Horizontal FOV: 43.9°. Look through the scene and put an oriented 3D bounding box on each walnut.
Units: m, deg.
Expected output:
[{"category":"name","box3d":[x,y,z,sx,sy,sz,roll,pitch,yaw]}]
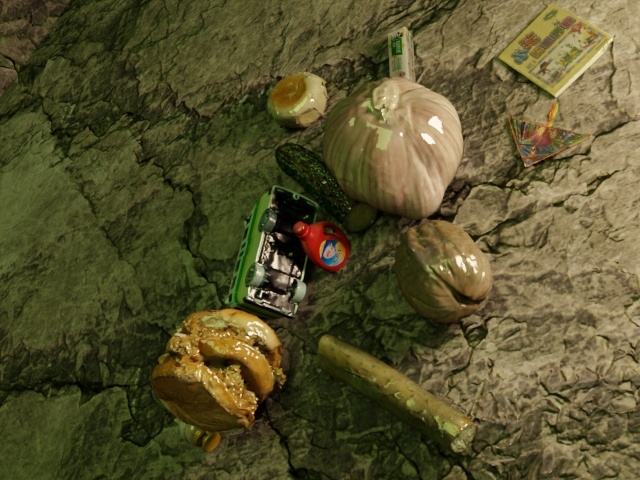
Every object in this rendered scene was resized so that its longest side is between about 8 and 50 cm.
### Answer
[{"category":"walnut","box3d":[0.226,0.053,1.521,0.178,0.178,0.230,-39,44,10]}]

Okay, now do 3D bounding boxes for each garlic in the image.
[{"category":"garlic","box3d":[0.155,-0.202,1.639,0.317,0.259,0.318,-11,48,12]}]

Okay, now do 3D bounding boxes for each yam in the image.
[{"category":"yam","box3d":[0.129,0.281,1.512,0.371,0.083,0.083,25,80,40]}]

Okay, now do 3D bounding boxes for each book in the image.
[{"category":"book","box3d":[0.499,-0.408,1.693,0.168,0.013,0.192,-45,48,5]}]

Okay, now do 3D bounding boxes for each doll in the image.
[{"category":"doll","box3d":[-0.266,0.399,1.723,0.084,0.073,0.127,-34,45,-31]}]

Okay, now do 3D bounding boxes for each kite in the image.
[{"category":"kite","box3d":[0.454,-0.215,1.615,0.190,0.010,0.159,23,78,39]}]

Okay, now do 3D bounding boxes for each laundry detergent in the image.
[{"category":"laundry detergent","box3d":[0.000,0.000,1.696,0.049,0.165,0.097,13,73,40]}]

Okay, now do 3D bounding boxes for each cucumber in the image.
[{"category":"cucumber","box3d":[0.000,-0.141,1.834,0.096,0.096,0.359,-47,46,3]}]

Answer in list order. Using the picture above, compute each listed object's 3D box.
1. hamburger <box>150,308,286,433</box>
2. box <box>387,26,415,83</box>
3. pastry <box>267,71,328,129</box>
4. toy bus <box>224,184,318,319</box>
[{"category":"hamburger","box3d":[-0.202,0.277,1.631,0.260,0.245,0.211,10,47,13]},{"category":"box","box3d":[0.193,-0.416,1.886,0.049,0.041,0.207,-18,55,29]},{"category":"pastry","box3d":[-0.055,-0.354,1.990,0.165,0.088,0.166,-14,57,23]},{"category":"toy bus","box3d":[-0.111,0.035,1.757,0.164,0.133,0.276,-25,48,54]}]
